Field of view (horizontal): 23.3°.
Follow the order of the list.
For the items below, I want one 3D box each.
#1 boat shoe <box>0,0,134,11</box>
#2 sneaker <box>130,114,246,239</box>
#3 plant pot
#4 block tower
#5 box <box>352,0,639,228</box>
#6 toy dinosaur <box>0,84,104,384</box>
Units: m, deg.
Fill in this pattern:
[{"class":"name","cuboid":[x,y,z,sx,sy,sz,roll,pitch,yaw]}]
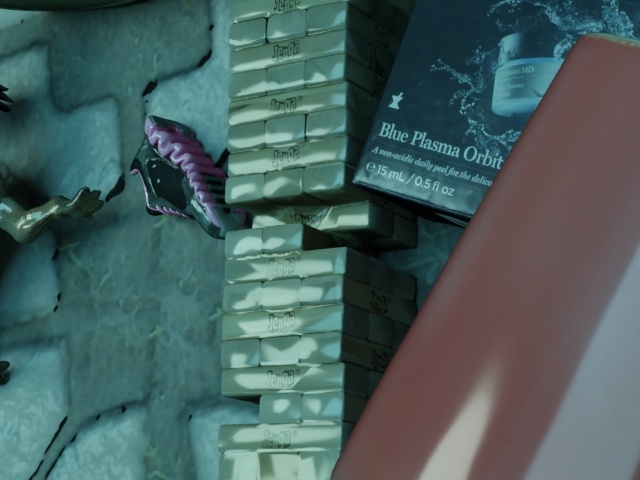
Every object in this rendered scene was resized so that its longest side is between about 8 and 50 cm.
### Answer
[{"class":"boat shoe","cuboid":[-0.108,-0.233,1.063,0.340,0.127,0.113,-3,88,42]},{"class":"sneaker","cuboid":[-0.094,-0.032,1.057,0.057,0.047,0.119,-54,49,19]},{"class":"plant pot","cuboid":[0.170,0.049,0.707,0.275,0.275,0.243,23,98,35]},{"class":"block tower","cuboid":[0.000,0.000,0.955,0.097,0.091,0.335,-6,75,32]},{"class":"box","cuboid":[0.124,-0.077,0.891,0.156,0.093,0.158,18,88,35]},{"class":"toy dinosaur","cuboid":[-0.287,-0.018,1.137,0.200,0.127,0.296,46,117,40]}]
